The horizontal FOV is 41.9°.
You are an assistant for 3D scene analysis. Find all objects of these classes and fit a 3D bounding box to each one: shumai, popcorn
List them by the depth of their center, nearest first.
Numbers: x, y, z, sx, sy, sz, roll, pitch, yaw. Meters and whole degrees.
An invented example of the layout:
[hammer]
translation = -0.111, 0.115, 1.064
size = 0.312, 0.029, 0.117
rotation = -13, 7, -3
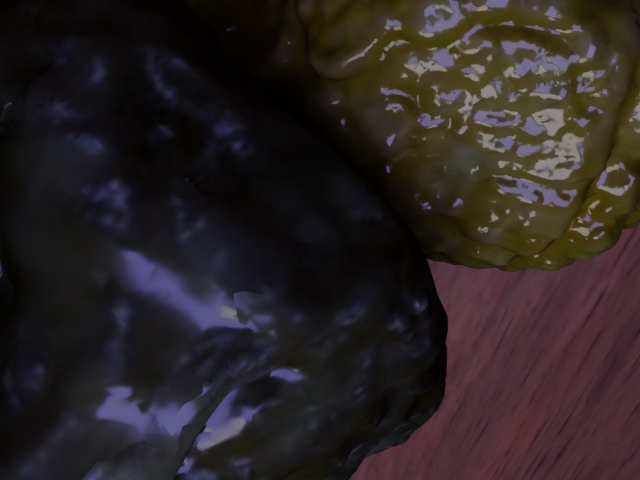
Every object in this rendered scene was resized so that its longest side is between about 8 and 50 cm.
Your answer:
[popcorn]
translation = 0.085, -0.107, 0.442
size = 0.225, 0.173, 0.286
rotation = -24, 122, 40
[shumai]
translation = -0.156, 0.084, 0.459
size = 0.395, 0.348, 0.395
rotation = 27, 151, 16
